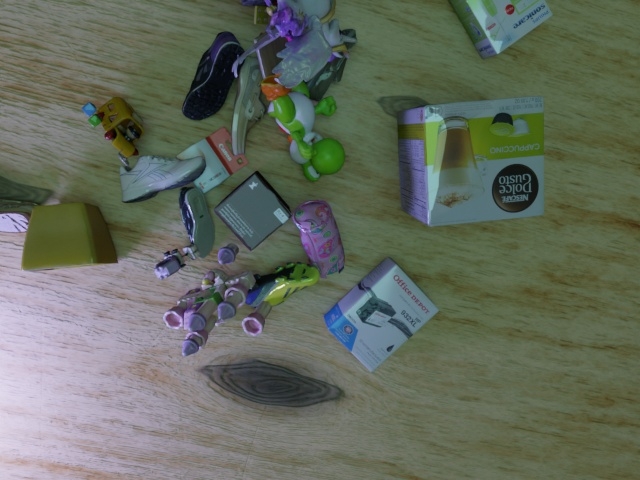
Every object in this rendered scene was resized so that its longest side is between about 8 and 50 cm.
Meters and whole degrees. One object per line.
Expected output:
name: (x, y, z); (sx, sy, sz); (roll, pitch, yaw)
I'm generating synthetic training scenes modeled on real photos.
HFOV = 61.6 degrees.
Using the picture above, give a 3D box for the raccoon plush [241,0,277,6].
raccoon plush: (-0.160, -0.813, 1.430); (0.216, 0.446, 0.299); (1, 103, 21)

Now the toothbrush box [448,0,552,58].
toothbrush box: (0.530, -0.739, 1.637); (0.206, 0.122, 0.283); (-35, 103, 2)

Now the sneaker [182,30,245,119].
sneaker: (-0.328, -0.496, 1.623); (0.107, 0.124, 0.283); (19, 124, -42)

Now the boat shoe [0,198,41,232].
boat shoe: (-1.005, -0.080, 1.639); (0.285, 0.089, 0.105); (6, 126, -4)

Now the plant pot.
plant pot: (-0.755, -0.011, 1.616); (0.212, 0.212, 0.187); (-6, 88, -4)

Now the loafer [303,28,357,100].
loafer: (0.031, -0.536, 1.652); (0.087, 0.094, 0.251); (32, 106, -34)

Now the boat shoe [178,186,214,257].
boat shoe: (-0.397, -0.058, 1.706); (0.084, 0.079, 0.233); (-28, 119, -43)

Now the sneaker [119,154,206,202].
sneaker: (-0.489, -0.207, 1.625); (0.297, 0.111, 0.129); (-16, 93, 12)

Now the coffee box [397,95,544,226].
coffee box: (0.433, -0.239, 1.608); (0.337, 0.338, 0.335); (-5, 101, -4)

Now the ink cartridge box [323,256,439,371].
ink cartridge box: (0.200, 0.242, 1.780); (0.307, 0.129, 0.223); (-43, 101, 3)

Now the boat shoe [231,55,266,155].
boat shoe: (-0.213, -0.405, 1.636); (0.098, 0.109, 0.303); (9, 93, -9)

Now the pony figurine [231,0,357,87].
pony figurine: (-0.060, -0.568, 1.360); (0.351, 0.302, 0.364); (-38, 137, -21)

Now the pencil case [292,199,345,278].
pencil case: (0.000, 0.000, 1.649); (0.124, 0.124, 0.284); (-18, 143, -2)

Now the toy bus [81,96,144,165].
toy bus: (-0.572, -0.332, 1.570); (0.104, 0.191, 0.202); (-38, 101, 2)

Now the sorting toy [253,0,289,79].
sorting toy: (-0.144, -0.560, 1.565); (0.132, 0.046, 0.275); (-44, 141, -29)

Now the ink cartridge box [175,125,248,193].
ink cartridge box: (-0.338, -0.250, 1.684); (0.179, 0.045, 0.145); (-32, 102, 4)

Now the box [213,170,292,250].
box: (-0.203, -0.096, 1.643); (0.167, 0.203, 0.168); (-40, 100, 2)

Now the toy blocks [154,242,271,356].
toy blocks: (-0.354, 0.188, 1.601); (0.288, 0.260, 0.309); (-17, 109, 23)

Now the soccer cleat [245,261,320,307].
soccer cleat: (-0.121, 0.150, 1.722); (0.289, 0.093, 0.121); (-16, 125, 23)

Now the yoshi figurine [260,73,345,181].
yoshi figurine: (-0.026, -0.334, 1.589); (0.203, 0.203, 0.362); (-24, 125, -1)
